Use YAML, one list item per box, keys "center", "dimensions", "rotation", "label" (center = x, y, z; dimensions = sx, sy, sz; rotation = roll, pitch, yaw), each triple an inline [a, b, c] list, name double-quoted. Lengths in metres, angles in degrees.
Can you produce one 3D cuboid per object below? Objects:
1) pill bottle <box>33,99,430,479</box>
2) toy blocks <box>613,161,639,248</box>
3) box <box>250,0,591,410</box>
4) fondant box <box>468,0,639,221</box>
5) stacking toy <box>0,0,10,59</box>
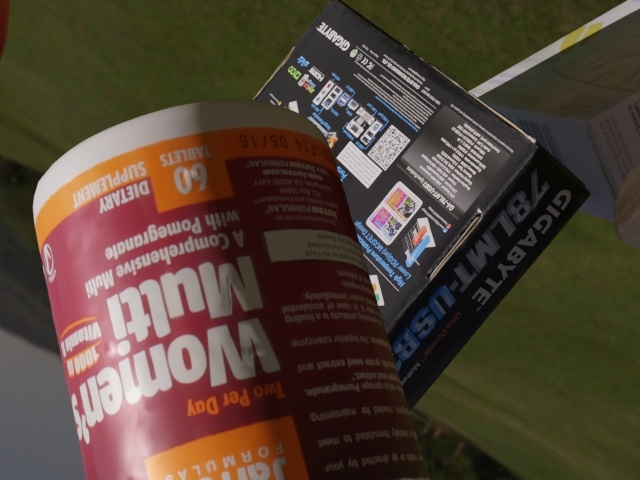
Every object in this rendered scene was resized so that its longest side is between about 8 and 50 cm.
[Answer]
- center: [-0.027, 0.071, 0.444]
  dimensions: [0.121, 0.121, 0.221]
  rotation: [49, -157, -70]
  label: "pill bottle"
- center: [0.308, -0.063, 0.445]
  dimensions: [0.260, 0.289, 0.309]
  rotation: [23, 173, -15]
  label: "toy blocks"
- center: [0.000, 0.000, 0.863]
  dimensions: [0.073, 0.293, 0.295]
  rotation: [32, -170, -38]
  label: "box"
- center: [0.309, -0.147, 0.985]
  dimensions: [0.096, 0.330, 0.238]
  rotation: [64, 170, -17]
  label: "fondant box"
- center: [-0.244, -0.075, 0.390]
  dimensions: [0.308, 0.130, 0.280]
  rotation: [14, -135, -21]
  label: "stacking toy"
